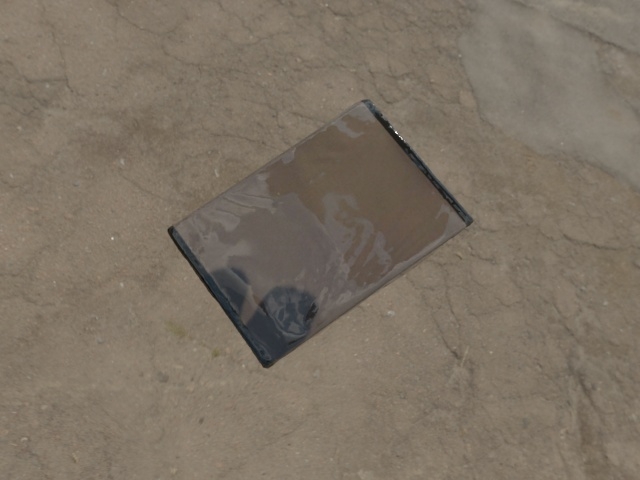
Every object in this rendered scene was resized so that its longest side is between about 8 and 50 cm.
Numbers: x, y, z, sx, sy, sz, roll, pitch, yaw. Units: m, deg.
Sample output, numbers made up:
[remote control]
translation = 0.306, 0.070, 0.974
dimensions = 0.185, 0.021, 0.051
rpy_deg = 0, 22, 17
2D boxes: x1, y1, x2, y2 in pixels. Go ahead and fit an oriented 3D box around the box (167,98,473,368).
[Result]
[box]
translation = 0.000, 0.000, 0.488
dimensions = 0.252, 0.153, 0.188
rpy_deg = -37, 81, -7
